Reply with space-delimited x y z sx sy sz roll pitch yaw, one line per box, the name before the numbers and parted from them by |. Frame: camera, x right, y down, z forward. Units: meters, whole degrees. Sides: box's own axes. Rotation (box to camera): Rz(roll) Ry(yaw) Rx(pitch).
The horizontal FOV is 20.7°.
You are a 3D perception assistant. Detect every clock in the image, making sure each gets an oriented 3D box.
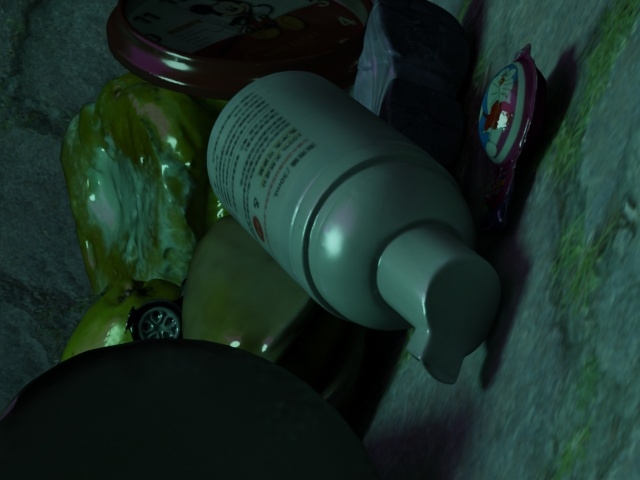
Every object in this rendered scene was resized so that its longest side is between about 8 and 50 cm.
clock | -0.083 -0.232 1.992 0.318 0.318 0.080 -86 -2 -58

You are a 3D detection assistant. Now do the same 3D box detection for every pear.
pear | -0.188 0.175 1.947 0.212 0.212 0.269 -108 13 -73

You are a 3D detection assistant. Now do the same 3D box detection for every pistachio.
pistachio | -0.030 0.065 1.557 0.197 0.166 0.288 -46 26 6

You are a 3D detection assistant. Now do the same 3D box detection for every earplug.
earplug | -0.144 0.246 1.343 0.394 0.312 0.313 149 142 -72

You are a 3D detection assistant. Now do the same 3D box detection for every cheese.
cheese | 0.140 -0.075 1.307 0.095 0.038 0.145 143 137 -74

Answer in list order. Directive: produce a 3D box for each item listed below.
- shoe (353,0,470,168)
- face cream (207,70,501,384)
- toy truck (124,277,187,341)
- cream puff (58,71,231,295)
shoe | 0.067 -0.119 1.601 0.138 0.095 0.245 -55 24 41
face cream | 0.040 -0.010 1.350 0.369 0.145 0.145 43 112 56
toy truck | -0.139 0.199 1.748 0.176 0.178 0.363 124 166 -83
cream puff | -0.143 -0.071 2.145 0.378 0.275 0.378 15 108 57
